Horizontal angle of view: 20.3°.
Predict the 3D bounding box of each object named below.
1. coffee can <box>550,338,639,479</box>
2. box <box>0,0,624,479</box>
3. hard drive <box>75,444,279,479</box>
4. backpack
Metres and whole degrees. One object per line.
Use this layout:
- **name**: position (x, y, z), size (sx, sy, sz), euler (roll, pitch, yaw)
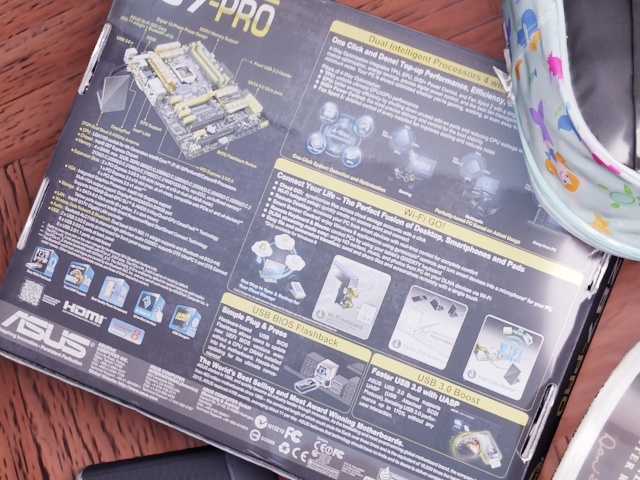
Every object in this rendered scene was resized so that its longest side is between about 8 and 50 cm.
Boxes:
- **coffee can**: position (0.286, 0.197, 1.066), size (0.275, 0.201, 0.201), euler (26, 93, 24)
- **box**: position (0.000, 0.000, 1.241), size (0.395, 0.097, 0.318), euler (21, 92, 15)
- **hard drive**: position (-0.100, 0.277, 1.291), size (0.172, 0.054, 0.254), euler (-11, 78, 20)
- **backpack**: position (0.219, -0.108, 1.058), size (0.225, 0.191, 0.253), euler (-1, 62, -10)
